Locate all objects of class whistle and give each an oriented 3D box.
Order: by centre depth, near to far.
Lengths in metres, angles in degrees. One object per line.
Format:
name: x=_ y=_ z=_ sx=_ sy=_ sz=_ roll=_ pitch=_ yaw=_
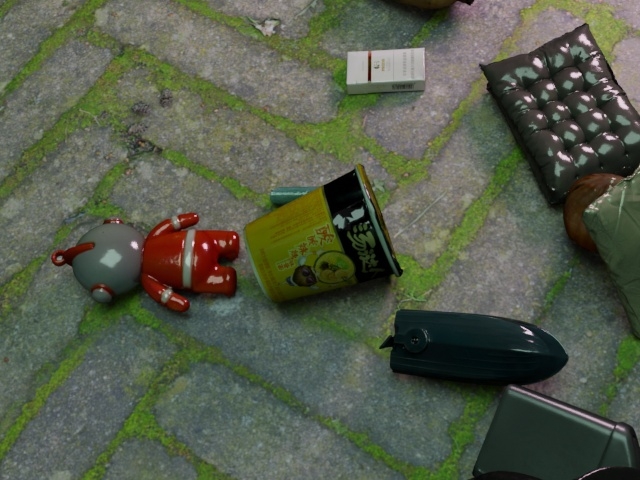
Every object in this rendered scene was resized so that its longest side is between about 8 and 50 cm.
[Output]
whistle: x=0.000 y=-0.083 z=2.007 sx=0.186 sy=0.039 sz=0.039 roll=0 pitch=60 yaw=8

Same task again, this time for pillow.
pillow: x=0.569 y=-0.019 z=1.781 sx=0.281 sy=0.274 sz=0.076 roll=-38 pitch=25 yaw=-14
pillow: x=0.460 y=-0.234 z=1.997 sx=0.228 sy=0.101 sz=0.326 roll=-22 pitch=57 yaw=-1

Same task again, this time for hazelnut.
hazelnut: x=0.491 y=-0.050 z=1.855 sx=0.150 sy=0.150 sz=0.150 roll=-4 pitch=59 yaw=6

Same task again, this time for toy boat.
toy boat: x=0.255 y=0.177 z=1.767 sx=0.296 sy=0.122 sz=0.114 roll=4 pitch=82 yaw=22

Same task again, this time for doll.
doll: x=-0.316 y=0.039 z=1.952 sx=0.337 sy=0.105 sz=0.199 roll=1 pitch=61 yaw=0

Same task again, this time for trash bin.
trash bin: x=0.369 y=0.334 z=1.648 sx=0.236 sy=0.101 sz=0.176 roll=21 pitch=92 yaw=23

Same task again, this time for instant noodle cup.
instant noodle cup: x=0.000 y=0.000 z=1.876 sx=0.236 sy=0.215 sz=0.215 roll=-19 pitch=59 yaw=6

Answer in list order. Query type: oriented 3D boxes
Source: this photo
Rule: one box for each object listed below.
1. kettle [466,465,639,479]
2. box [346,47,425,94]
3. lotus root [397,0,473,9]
kettle: x=0.315 y=0.439 z=1.486 sx=0.321 sy=0.324 sz=0.228 roll=37 pitch=57 yaw=6
box: x=0.129 y=-0.333 z=2.134 sx=0.154 sy=0.040 sz=0.084 roll=-2 pitch=62 yaw=8
lotus root: x=0.201 y=-0.551 z=2.192 sx=0.284 sy=0.146 sz=0.160 roll=29 pitch=86 yaw=19
